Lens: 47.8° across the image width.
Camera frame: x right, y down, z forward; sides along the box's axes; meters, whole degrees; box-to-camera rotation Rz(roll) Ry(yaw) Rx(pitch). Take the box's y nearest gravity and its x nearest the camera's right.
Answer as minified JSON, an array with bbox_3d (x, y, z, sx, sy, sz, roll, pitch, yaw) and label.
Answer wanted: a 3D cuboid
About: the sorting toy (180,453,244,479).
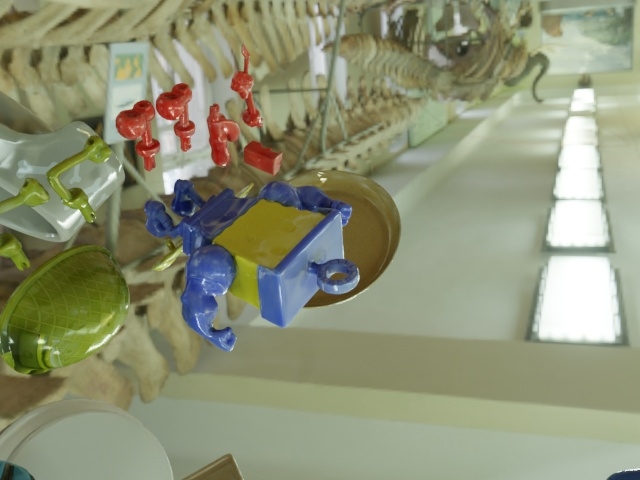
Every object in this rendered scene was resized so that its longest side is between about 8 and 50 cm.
[{"bbox_3d":[-0.171,0.427,1.004,0.193,0.038,0.208,-29,-131,-6],"label":"sorting toy"}]

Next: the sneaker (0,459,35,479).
[{"bbox_3d":[-0.329,0.348,0.578,0.125,0.140,0.341,18,-121,-1],"label":"sneaker"}]

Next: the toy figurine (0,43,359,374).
[{"bbox_3d":[-0.074,-0.004,0.631,0.217,0.191,0.362,23,-138,20],"label":"toy figurine"}]

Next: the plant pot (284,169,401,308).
[{"bbox_3d":[0.000,0.000,1.033,0.236,0.032,0.236,-8,-125,11],"label":"plant pot"}]

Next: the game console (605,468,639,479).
[{"bbox_3d":[0.488,0.401,0.840,0.293,0.250,0.173,-20,167,35],"label":"game console"}]

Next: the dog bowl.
[{"bbox_3d":[-0.405,-0.114,0.825,0.348,0.102,0.349,23,163,7],"label":"dog bowl"}]

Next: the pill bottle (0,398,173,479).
[{"bbox_3d":[-0.306,0.300,0.867,0.210,0.210,0.363,-12,170,-29],"label":"pill bottle"}]
